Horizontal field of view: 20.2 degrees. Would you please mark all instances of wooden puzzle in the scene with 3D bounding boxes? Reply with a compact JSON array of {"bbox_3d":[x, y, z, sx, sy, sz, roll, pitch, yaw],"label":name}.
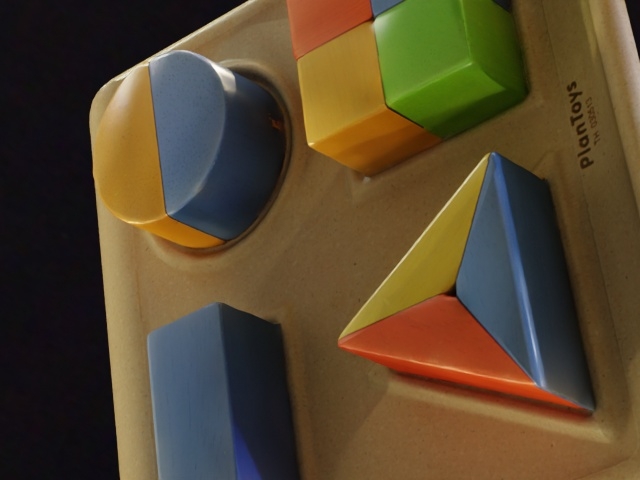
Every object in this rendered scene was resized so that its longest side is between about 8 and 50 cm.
[{"bbox_3d":[0.000,0.000,0.833,0.348,0.080,0.322,-29,-123,35],"label":"wooden puzzle"}]
